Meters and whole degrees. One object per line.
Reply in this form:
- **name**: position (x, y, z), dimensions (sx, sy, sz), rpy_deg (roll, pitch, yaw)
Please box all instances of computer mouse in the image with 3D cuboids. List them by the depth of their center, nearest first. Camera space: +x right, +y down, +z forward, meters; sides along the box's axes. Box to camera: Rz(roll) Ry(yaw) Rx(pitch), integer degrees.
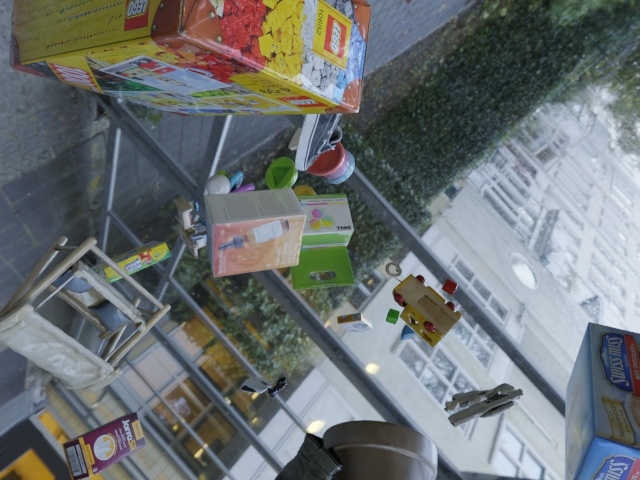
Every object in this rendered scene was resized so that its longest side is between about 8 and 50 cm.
- **computer mouse**: position (-0.218, 0.525, 1.646), dimensions (0.192, 0.042, 0.106), rpy_deg (-7, -167, 32)

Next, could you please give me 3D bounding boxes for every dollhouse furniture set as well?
- **dollhouse furniture set**: position (-0.419, -0.060, 1.583), dimensions (0.129, 0.129, 0.184), rpy_deg (-26, 146, -29)

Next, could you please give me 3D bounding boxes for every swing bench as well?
- **swing bench**: position (-0.520, 0.165, 0.973), dimensions (0.165, 0.253, 0.255), rpy_deg (1, -131, 40)

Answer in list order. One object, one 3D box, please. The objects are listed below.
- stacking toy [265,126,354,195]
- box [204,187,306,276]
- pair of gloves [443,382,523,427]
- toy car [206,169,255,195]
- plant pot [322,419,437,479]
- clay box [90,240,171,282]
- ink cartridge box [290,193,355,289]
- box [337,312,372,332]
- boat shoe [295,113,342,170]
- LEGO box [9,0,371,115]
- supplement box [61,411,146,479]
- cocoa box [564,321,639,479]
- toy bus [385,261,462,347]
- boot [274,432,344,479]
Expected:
- **stacking toy**: position (-0.034, -0.235, 1.638), dimensions (0.309, 0.279, 0.130), rpy_deg (-54, 145, 5)
- **box**: position (-0.127, -0.016, 0.857), dimensions (0.170, 0.091, 0.130), rpy_deg (-8, 133, -20)
- **pair of gloves**: position (0.431, 0.429, 1.214), dimensions (0.204, 0.042, 0.240), rpy_deg (-21, 168, 8)
- **toy car**: position (-0.269, -0.138, 1.422), dimensions (0.136, 0.182, 0.159), rpy_deg (-13, -178, 6)
- **plant pot**: position (0.142, 0.668, 1.161), dimensions (0.323, 0.323, 0.280), rpy_deg (-44, -158, 38)
- **clay box**: position (-0.586, 0.068, 1.378), dimensions (0.222, 0.053, 0.127), rpy_deg (-29, -161, -31)
- **ink cartridge box**: position (0.000, 0.000, 1.290), dimensions (0.188, 0.255, 0.097), rpy_deg (-4, 151, -13)
- **box**: position (0.115, 0.269, 1.460), dimensions (0.081, 0.028, 0.136), rpy_deg (-13, 153, 19)
- **boat shoe**: position (0.002, -0.265, 1.126), dimensions (0.301, 0.102, 0.108), rpy_deg (114, -12, -61)
- **LEGO box**: position (-0.227, -0.351, 0.775), dimensions (0.372, 0.500, 0.193), rpy_deg (1, 98, -53)
- **supplement box**: position (-0.593, 0.566, 1.250), dimensions (0.080, 0.104, 0.188), rpy_deg (-25, 172, 25)
- **cocoa box**: position (0.634, 0.372, 0.901), dimensions (0.347, 0.227, 0.232), rpy_deg (-45, 141, -52)
- **toy bus**: position (0.249, 0.174, 1.144), dimensions (0.104, 0.190, 0.202), rpy_deg (102, -7, -54)
- **boot**: position (0.003, 0.590, 1.070), dimensions (0.161, 0.246, 0.083), rpy_deg (-53, 139, -2)
